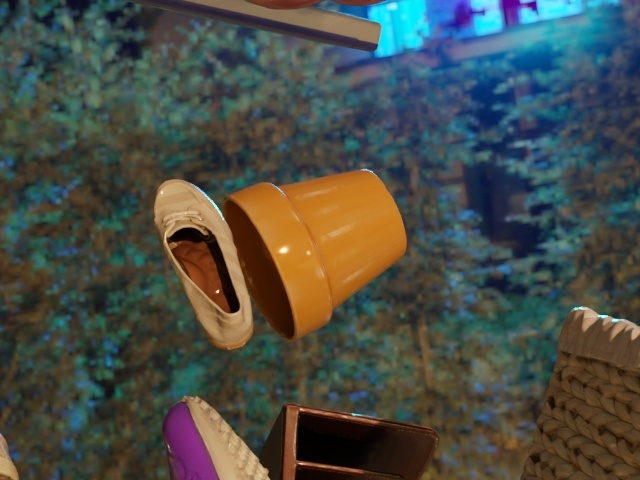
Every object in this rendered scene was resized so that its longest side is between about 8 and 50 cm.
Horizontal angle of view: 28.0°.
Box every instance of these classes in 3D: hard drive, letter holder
[{"bbox_3d":[-0.110,-0.291,1.605,0.318,0.040,0.210,8,9,-24],"label":"hard drive"},{"bbox_3d":[0.019,0.355,1.635,0.214,0.152,0.302,10,-36,-11],"label":"letter holder"}]

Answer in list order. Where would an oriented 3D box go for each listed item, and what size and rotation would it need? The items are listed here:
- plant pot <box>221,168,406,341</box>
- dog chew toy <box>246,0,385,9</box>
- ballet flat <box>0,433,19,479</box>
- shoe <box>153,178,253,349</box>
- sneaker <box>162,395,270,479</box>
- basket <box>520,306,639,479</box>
[{"bbox_3d":[0.000,0.000,1.664,0.187,0.205,0.205,-25,6,-16],"label":"plant pot"},{"bbox_3d":[0.027,-0.331,1.301,0.331,0.207,0.206,-2,-4,-42],"label":"dog chew toy"},{"bbox_3d":[-0.253,0.199,0.908,0.057,0.052,0.168,15,-55,-32],"label":"ballet flat"},{"bbox_3d":[-0.124,0.013,1.365,0.076,0.219,0.058,-22,-30,-9],"label":"shoe"},{"bbox_3d":[-0.083,0.249,0.893,0.146,0.293,0.102,-28,-34,2],"label":"sneaker"},{"bbox_3d":[0.347,0.241,1.045,0.328,0.267,0.331,22,0,-9],"label":"basket"}]
